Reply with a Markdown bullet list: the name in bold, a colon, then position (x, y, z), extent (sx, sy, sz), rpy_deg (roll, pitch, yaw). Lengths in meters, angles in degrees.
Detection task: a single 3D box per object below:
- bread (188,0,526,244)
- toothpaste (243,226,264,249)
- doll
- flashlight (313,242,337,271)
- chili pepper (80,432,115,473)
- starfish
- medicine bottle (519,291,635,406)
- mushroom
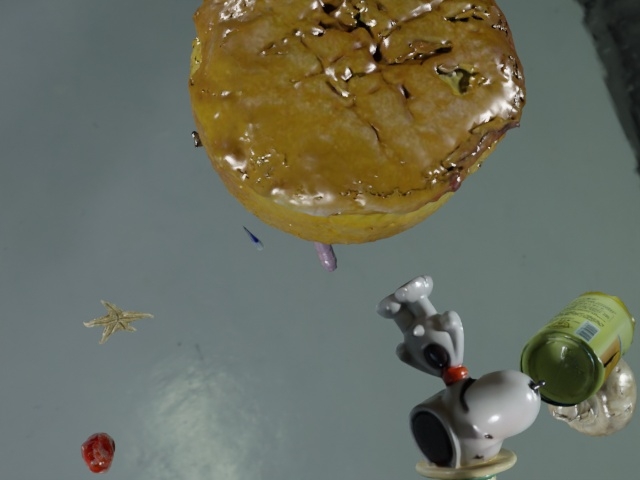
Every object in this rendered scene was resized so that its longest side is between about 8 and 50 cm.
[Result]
- **bread**: position (0.038, -0.178, 1.188), extent (0.398, 0.215, 0.398), rpy_deg (4, 68, -9)
- **toothpaste**: position (-0.123, -0.003, 1.854), extent (0.015, 0.083, 0.024), rpy_deg (-43, 61, -5)
- **doll**: position (0.164, 0.197, 1.350), extent (0.271, 0.208, 0.144), rpy_deg (41, 17, 19)
- **flashlight**: position (0.000, 0.000, 1.439), extent (0.052, 0.031, 0.110), rpy_deg (-35, 132, -18)
- **chili pepper**: position (-0.349, 0.335, 1.579), extent (0.050, 0.191, 0.059), rpy_deg (-26, 93, -6)
- **starfish**: position (-0.263, 0.102, 1.314), extent (0.092, 0.086, 0.016), rpy_deg (-9, 53, -15)
- **medicine bottle**: position (0.393, 0.158, 1.513), extent (0.239, 0.124, 0.124), rpy_deg (-22, 88, -56)
- **mushroom**: position (0.444, 0.248, 1.669), extent (0.127, 0.166, 0.166), rpy_deg (-30, 93, -36)
